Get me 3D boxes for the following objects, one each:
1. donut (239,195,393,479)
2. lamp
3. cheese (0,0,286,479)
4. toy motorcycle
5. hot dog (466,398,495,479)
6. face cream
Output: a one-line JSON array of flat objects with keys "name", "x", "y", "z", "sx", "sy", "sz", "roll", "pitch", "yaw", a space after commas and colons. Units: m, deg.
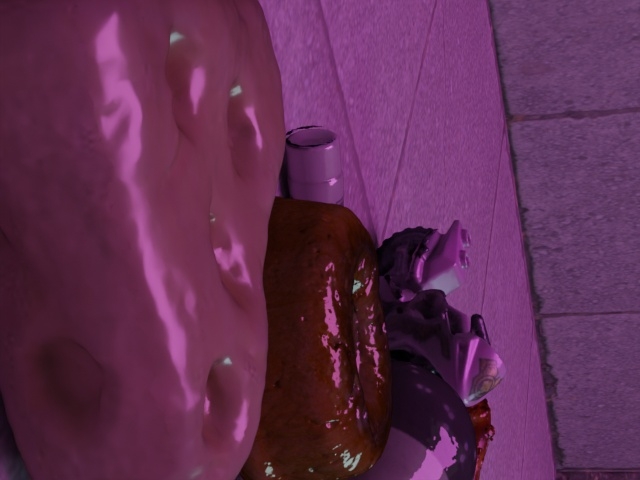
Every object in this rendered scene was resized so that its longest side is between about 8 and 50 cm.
[{"name": "donut", "x": -0.016, "y": 0.093, "z": 1.076, "sx": 0.208, "sy": 0.128, "sz": 0.261, "roll": -58, "pitch": 140, "yaw": -63}, {"name": "lamp", "x": 0.066, "y": 0.245, "z": 1.187, "sx": 0.314, "sy": 0.181, "sz": 0.182, "roll": -87, "pitch": 167, "yaw": -60}, {"name": "cheese", "x": -0.097, "y": -0.020, "z": 0.802, "sx": 0.328, "sy": 0.129, "sz": 0.351, "roll": -54, "pitch": 138, "yaw": -65}, {"name": "toy motorcycle", "x": 0.142, "y": 0.101, "z": 1.518, "sx": 0.327, "sy": 0.188, "sz": 0.143, "roll": -77, "pitch": 151, "yaw": -44}, {"name": "hot dog", "x": 0.153, "y": 0.276, "z": 1.616, "sx": 0.257, "sy": 0.150, "sz": 0.153, "roll": -72, "pitch": 163, "yaw": -50}, {"name": "face cream", "x": 0.000, "y": 0.000, "z": 1.294, "sx": 0.092, "sy": 0.058, "sz": 0.244, "roll": -75, "pitch": 162, "yaw": -63}]
